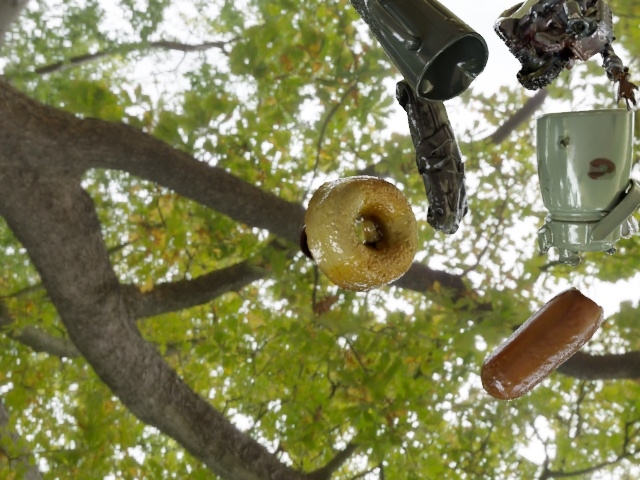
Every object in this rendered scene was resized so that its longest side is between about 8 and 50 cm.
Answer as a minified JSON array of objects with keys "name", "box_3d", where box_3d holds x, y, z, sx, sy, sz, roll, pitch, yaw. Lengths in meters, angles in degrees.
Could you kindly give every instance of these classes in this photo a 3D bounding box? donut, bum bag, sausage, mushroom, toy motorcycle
[{"name":"donut","box_3d":[0.068,-0.014,0.953,0.190,0.175,0.074,19,159,-41]},{"name":"bum bag","box_3d":[0.241,-0.180,1.385,0.095,0.341,0.144,-18,174,42]},{"name":"sausage","box_3d":[0.303,0.146,0.932,0.076,0.197,0.076,47,-175,-5]},{"name":"mushroom","box_3d":[0.796,-0.033,1.748,0.202,0.054,0.059,-13,-103,-63]},{"name":"toy motorcycle","box_3d":[0.398,-0.333,1.077,0.134,0.207,0.401,39,-150,-25]}]

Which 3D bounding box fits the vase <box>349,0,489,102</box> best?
[{"name":"vase","box_3d":[0.157,-0.414,1.262,0.301,0.156,0.251,53,-151,19]}]

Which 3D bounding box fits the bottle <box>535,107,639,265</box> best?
[{"name":"bottle","box_3d":[0.606,-0.119,1.520,0.228,0.352,0.229,-4,-173,1]}]

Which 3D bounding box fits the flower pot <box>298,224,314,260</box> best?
[{"name":"flower pot","box_3d":[0.000,0.000,1.764,0.111,0.111,0.089,15,180,2]}]
